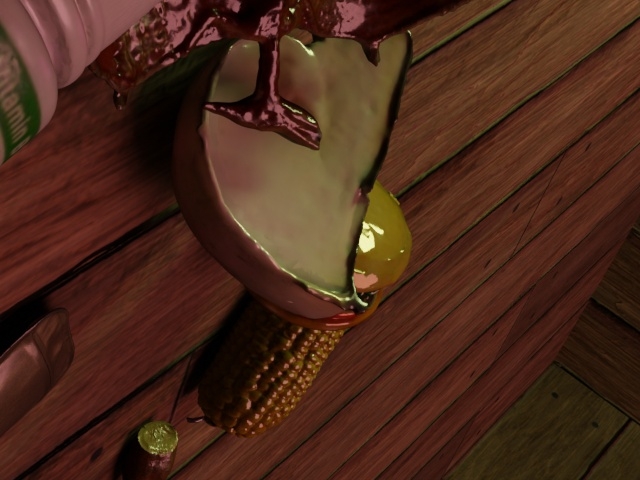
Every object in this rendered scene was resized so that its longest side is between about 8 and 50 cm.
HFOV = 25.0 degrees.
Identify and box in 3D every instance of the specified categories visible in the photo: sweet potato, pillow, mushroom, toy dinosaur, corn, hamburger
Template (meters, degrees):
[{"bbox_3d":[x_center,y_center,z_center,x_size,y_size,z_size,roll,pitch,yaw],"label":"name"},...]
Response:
[{"bbox_3d":[-0.176,0.233,1.435,0.049,0.049,0.117,-26,145,-57],"label":"sweet potato"},{"bbox_3d":[-0.259,0.141,1.058,0.217,0.033,0.130,-46,165,-24],"label":"pillow"},{"bbox_3d":[-0.053,-0.072,1.072,0.173,0.162,0.236,-13,-122,55],"label":"mushroom"},{"bbox_3d":[-0.024,-0.155,0.906,0.327,0.113,0.206,17,94,-45],"label":"toy dinosaur"},{"bbox_3d":[-0.022,0.075,1.448,0.310,0.101,0.101,-55,163,6],"label":"corn"},{"bbox_3d":[0.000,0.000,1.272,0.162,0.162,0.115,-35,162,-47],"label":"hamburger"}]

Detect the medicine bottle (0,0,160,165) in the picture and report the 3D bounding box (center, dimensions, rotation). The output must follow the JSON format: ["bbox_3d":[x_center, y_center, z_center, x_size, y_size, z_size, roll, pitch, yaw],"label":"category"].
[{"bbox_3d":[-0.182,-0.086,0.638,0.237,0.139,0.139,-45,161,-26],"label":"medicine bottle"}]
